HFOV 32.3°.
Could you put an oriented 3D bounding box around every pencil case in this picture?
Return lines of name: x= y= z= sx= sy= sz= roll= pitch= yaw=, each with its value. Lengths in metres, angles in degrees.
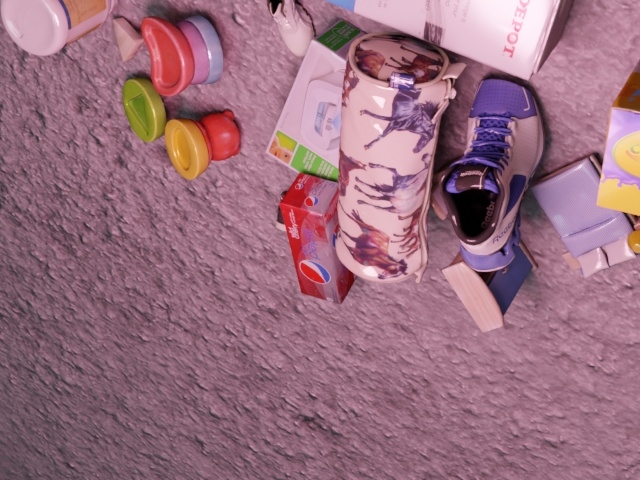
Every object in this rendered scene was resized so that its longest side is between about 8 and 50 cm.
pencil case: x=0.119 y=-0.124 z=1.813 sx=0.183 sy=0.160 sz=0.410 roll=24 pitch=130 yaw=27

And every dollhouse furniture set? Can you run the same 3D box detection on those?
dollhouse furniture set: x=0.366 y=-0.031 z=1.870 sx=0.303 sy=0.198 sz=0.286 roll=-25 pitch=106 yaw=39

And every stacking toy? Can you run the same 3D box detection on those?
stacking toy: x=-0.270 y=-0.304 z=2.157 sx=0.279 sy=0.130 sz=0.309 roll=31 pitch=133 yaw=45

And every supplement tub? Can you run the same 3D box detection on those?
supplement tub: x=-0.489 y=-0.447 z=2.092 sx=0.144 sy=0.200 sz=0.144 roll=15 pitch=126 yaw=21

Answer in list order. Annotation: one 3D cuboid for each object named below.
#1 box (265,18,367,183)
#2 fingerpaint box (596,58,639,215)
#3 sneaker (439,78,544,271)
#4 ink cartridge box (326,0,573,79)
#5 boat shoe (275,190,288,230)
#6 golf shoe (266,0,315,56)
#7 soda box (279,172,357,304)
box: x=0.062 y=-0.217 z=1.975 sx=0.231 sy=0.127 sz=0.262 roll=34 pitch=130 yaw=9
fingerpaint box: x=0.648 y=-0.143 z=1.517 sx=0.444 sy=0.371 sz=0.163 roll=15 pitch=126 yaw=21
sneaker: x=0.277 y=-0.118 z=1.784 sx=0.127 sy=0.182 sz=0.316 roll=6 pitch=80 yaw=21
ink cartridge box: x=0.207 y=-0.461 z=1.697 sx=0.394 sy=0.166 sz=0.285 roll=25 pitch=130 yaw=15
boat shoe: x=0.025 y=-0.042 z=2.143 sx=0.233 sy=0.084 sz=0.079 roll=12 pitch=101 yaw=17
golf shoe: x=-0.066 y=-0.398 z=1.954 sx=0.069 sy=0.086 sz=0.176 roll=-3 pitch=120 yaw=30
soda box: x=0.000 y=0.000 z=2.046 sx=0.092 sy=0.083 sz=0.263 roll=16 pitch=144 yaw=22
